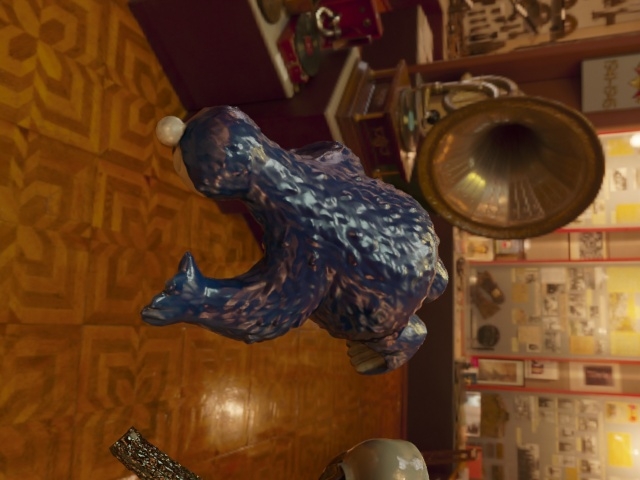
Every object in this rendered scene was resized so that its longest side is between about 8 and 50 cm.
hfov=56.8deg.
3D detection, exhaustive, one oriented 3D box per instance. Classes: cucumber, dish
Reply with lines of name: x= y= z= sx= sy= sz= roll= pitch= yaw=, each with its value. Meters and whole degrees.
cucumber: x=-0.245 y=0.366 z=0.930 sx=0.187 sy=0.058 sz=0.058 roll=38 pitch=37 yaw=-6
dish: x=-0.001 y=0.178 z=0.357 sx=0.141 sy=0.078 sz=0.141 roll=-158 pitch=-90 yaw=-83

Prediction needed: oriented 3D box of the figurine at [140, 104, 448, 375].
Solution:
figurine: x=0.005 y=-0.004 z=0.412 sx=0.262 sy=0.121 sz=0.164 roll=25 pitch=62 yaw=-43
